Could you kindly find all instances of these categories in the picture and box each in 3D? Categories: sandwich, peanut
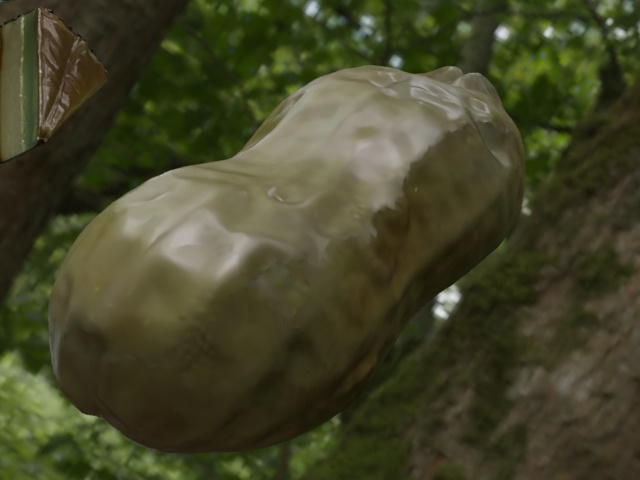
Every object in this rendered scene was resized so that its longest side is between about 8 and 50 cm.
[{"bbox_3d":[-0.251,-0.115,1.189,0.113,0.079,0.163,41,32,-49],"label":"sandwich"},{"bbox_3d":[0.000,0.000,0.571,0.130,0.290,0.130,22,-50,29],"label":"peanut"}]

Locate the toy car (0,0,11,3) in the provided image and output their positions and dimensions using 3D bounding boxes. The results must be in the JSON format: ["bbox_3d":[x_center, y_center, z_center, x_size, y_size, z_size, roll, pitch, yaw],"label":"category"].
[{"bbox_3d":[-0.361,-0.243,1.190,0.216,0.063,0.103,4,0,-29],"label":"toy car"}]
